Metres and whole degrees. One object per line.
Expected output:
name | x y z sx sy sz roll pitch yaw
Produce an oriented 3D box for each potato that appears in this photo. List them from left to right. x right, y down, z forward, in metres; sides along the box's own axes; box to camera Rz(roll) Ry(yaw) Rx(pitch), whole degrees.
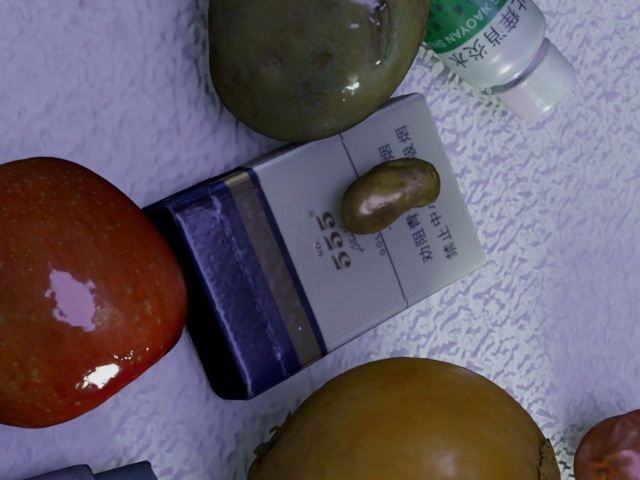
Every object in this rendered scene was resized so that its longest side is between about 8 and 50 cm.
potato | 0.003 -0.186 0.883 0.178 0.235 0.160 41 27 14
potato | 0.053 -0.038 0.912 0.092 0.046 0.045 -28 136 -21

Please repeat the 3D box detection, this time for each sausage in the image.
sausage | 0.345 0.244 1.103 0.258 0.133 0.133 32 72 -21

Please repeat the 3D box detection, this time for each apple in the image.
apple | -0.182 0.034 0.778 0.181 0.181 0.168 -27 87 -29

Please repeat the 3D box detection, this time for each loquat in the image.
loquat | 0.065 0.213 0.863 0.263 0.263 0.263 2 86 -30

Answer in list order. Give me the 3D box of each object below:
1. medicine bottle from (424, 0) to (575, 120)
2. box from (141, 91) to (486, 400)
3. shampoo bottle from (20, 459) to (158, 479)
medicine bottle | 0.116 -0.214 1.013 0.260 0.095 0.095 41 68 -22
box | 0.000 0.000 0.945 0.259 0.071 0.168 -26 100 -28
shampoo bottle | -0.214 0.202 0.812 0.214 0.072 0.072 -11 93 -30
